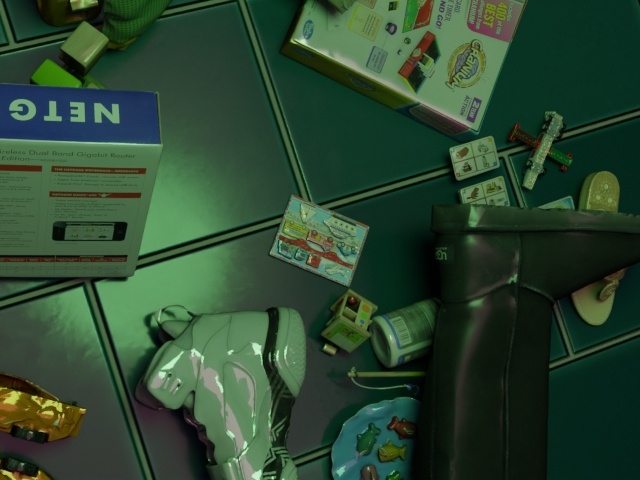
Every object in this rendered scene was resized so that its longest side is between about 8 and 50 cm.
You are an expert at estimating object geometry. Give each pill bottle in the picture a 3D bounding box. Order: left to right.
[{"bbox_3d":[0.146,0.128,1.563,0.137,0.078,0.078,-16,88,-19],"label":"pill bottle"}]

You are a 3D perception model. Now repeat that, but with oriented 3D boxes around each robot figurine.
[{"bbox_3d":[-0.457,0.243,1.357,0.291,0.085,0.211,18,77,-15],"label":"robot figurine"}]

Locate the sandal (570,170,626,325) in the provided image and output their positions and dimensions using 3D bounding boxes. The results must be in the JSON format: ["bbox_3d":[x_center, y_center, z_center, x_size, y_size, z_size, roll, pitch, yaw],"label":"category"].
[{"bbox_3d":[0.438,0.012,1.653,0.088,0.079,0.240,4,88,-24],"label":"sandal"}]

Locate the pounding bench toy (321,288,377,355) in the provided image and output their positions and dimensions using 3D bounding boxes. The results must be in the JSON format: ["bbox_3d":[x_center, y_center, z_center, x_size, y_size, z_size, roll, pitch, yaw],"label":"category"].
[{"bbox_3d":[0.034,0.120,1.546,0.052,0.083,0.065,33,43,-13],"label":"pounding bench toy"}]

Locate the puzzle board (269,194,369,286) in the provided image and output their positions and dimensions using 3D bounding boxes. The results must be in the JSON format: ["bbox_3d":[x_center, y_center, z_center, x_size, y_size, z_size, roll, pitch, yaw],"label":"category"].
[{"bbox_3d":[0.000,0.000,1.571,0.128,0.011,0.096,23,77,-14],"label":"puzzle board"}]

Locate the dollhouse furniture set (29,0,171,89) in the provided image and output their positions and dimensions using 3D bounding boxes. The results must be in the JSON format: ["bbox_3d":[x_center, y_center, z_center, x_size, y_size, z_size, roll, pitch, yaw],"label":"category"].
[{"bbox_3d":[-0.231,-0.253,1.435,0.151,0.197,0.301,38,74,-8],"label":"dollhouse furniture set"}]

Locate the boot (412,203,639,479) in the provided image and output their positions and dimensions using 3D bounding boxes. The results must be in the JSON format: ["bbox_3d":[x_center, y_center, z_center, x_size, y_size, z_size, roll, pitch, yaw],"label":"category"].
[{"bbox_3d":[0.307,0.179,1.522,0.367,0.146,0.445,2,89,-22],"label":"boot"}]

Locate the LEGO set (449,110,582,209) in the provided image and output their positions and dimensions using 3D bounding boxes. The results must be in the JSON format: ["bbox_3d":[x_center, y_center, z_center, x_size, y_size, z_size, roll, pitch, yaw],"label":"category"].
[{"bbox_3d":[0.316,-0.090,1.676,0.244,0.060,0.182,-19,101,-17],"label":"LEGO set"}]

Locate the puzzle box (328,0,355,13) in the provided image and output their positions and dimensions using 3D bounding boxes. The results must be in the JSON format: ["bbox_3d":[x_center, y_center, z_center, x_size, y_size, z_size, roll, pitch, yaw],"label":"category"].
[{"bbox_3d":[-0.043,-0.541,1.520,0.409,0.052,0.272,42,58,-9],"label":"puzzle box"}]

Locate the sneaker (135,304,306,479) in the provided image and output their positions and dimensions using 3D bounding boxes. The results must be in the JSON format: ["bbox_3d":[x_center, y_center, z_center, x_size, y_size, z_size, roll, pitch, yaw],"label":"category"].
[{"bbox_3d":[-0.140,0.257,1.430,0.210,0.137,0.365,9,75,-15],"label":"sneaker"}]

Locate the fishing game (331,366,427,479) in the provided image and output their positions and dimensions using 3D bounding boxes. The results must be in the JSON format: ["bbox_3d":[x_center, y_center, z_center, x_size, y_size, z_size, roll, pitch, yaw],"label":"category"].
[{"bbox_3d":[0.108,0.314,1.529,0.189,0.041,0.264,7,90,-18],"label":"fishing game"}]

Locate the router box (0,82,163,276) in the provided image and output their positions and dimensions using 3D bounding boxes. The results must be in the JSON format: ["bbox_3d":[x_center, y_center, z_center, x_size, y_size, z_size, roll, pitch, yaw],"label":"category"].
[{"bbox_3d":[-0.375,-0.064,1.309,0.335,0.301,0.082,1,58,-17],"label":"router box"}]

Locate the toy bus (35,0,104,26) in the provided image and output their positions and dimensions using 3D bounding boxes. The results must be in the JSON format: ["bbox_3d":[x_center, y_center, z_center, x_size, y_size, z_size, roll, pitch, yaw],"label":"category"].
[{"bbox_3d":[-0.327,-0.352,1.429,0.202,0.191,0.104,-14,86,-63],"label":"toy bus"}]

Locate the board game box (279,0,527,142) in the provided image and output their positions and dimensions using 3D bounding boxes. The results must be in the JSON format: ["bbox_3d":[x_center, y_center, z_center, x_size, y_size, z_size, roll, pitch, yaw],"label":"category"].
[{"bbox_3d":[0.128,-0.323,1.627,0.317,0.064,0.242,25,76,-13],"label":"board game box"}]
